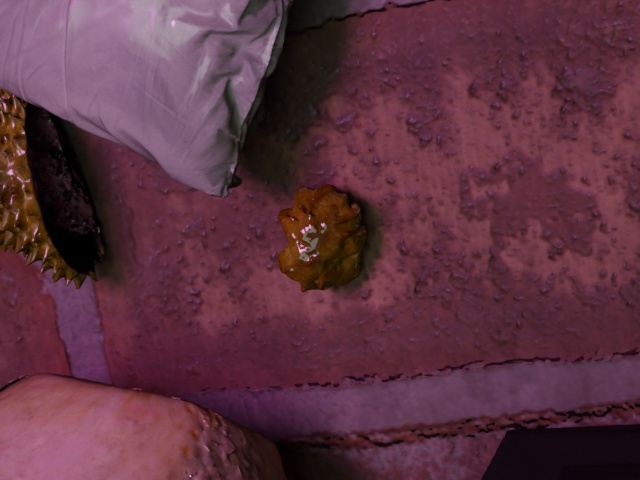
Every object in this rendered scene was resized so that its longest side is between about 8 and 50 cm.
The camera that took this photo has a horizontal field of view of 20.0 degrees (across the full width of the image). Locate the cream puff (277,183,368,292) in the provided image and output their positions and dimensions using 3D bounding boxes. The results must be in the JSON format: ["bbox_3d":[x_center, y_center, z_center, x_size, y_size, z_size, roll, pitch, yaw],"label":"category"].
[{"bbox_3d":[0.000,0.000,1.429,0.083,0.058,0.083,43,111,-1],"label":"cream puff"}]

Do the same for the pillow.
[{"bbox_3d":[-0.154,-0.219,1.371,0.310,0.138,0.283,27,110,9],"label":"pillow"}]

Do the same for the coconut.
[{"bbox_3d":[-0.188,0.277,1.402,0.352,0.352,0.352,5,107,16],"label":"coconut"}]

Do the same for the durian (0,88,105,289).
[{"bbox_3d":[-0.259,-0.037,1.466,0.108,0.119,0.186,-14,102,16],"label":"durian"}]

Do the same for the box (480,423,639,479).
[{"bbox_3d":[0.283,0.286,1.346,0.345,0.204,0.251,-3,105,18],"label":"box"}]
